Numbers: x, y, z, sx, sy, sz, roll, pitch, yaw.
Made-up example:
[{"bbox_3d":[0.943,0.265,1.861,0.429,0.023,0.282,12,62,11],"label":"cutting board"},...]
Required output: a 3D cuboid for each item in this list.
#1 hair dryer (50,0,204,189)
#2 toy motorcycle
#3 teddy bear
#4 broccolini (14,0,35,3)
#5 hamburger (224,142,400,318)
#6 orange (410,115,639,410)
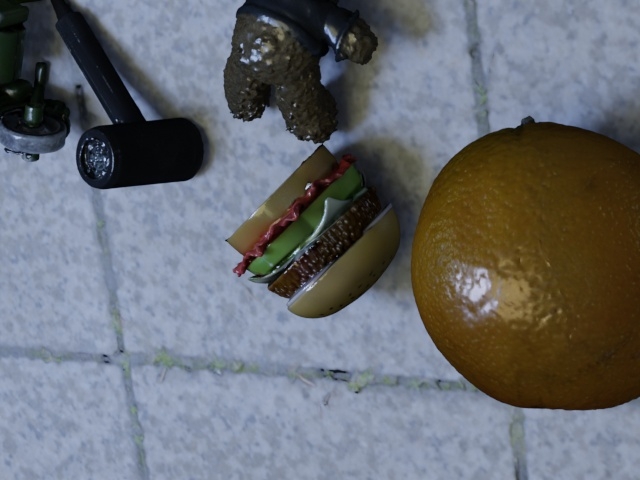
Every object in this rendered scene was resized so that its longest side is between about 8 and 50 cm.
[{"bbox_3d":[-0.239,-0.162,1.882,0.070,0.128,0.255,-48,67,36],"label":"hair dryer"},{"bbox_3d":[-0.386,-0.204,1.938,0.275,0.127,0.205,18,115,15],"label":"toy motorcycle"},{"bbox_3d":[-0.028,-0.202,1.711,0.182,0.129,0.251,27,120,21],"label":"teddy bear"},{"bbox_3d":[-0.368,-0.266,1.976,0.140,0.035,0.030,0,110,32],"label":"broccolini"},{"bbox_3d":[0.000,0.000,1.751,0.137,0.175,0.175,46,126,-2],"label":"hamburger"},{"bbox_3d":[0.205,0.020,1.560,0.264,0.264,0.264,12,112,30],"label":"orange"}]
